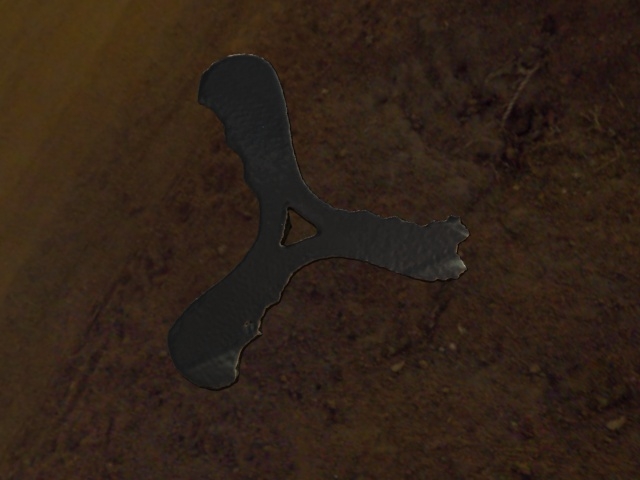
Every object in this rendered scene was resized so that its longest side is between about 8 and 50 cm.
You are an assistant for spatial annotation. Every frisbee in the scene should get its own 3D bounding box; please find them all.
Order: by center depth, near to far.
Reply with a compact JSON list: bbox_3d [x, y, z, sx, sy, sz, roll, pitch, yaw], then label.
[{"bbox_3d":[0.000,0.000,0.459,0.012,0.187,0.211,126,156,-90],"label":"frisbee"}]
